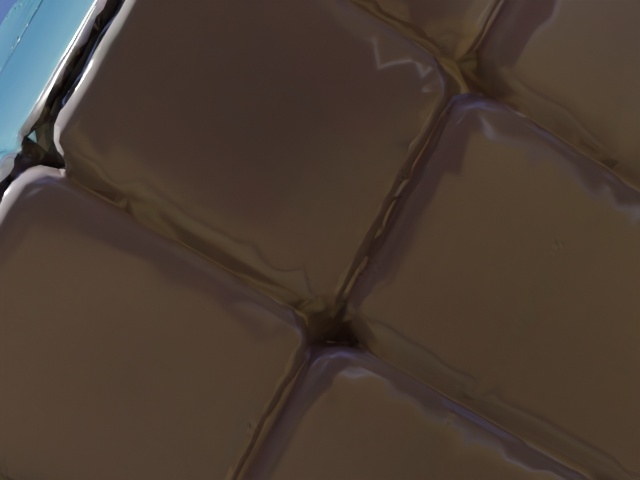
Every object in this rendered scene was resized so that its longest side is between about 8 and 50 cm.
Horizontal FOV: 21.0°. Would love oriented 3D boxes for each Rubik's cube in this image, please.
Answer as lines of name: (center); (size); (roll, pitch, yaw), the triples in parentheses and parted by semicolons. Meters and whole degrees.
Rubik's cube: (0.000, 0.000, 0.532); (0.221, 0.224, 0.231); (30, -10, -17)
